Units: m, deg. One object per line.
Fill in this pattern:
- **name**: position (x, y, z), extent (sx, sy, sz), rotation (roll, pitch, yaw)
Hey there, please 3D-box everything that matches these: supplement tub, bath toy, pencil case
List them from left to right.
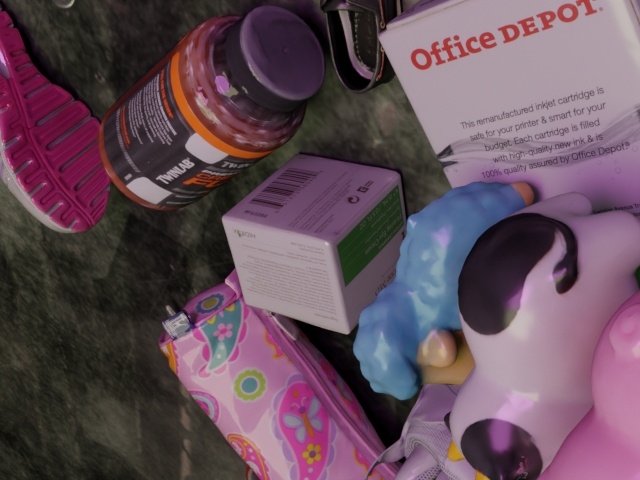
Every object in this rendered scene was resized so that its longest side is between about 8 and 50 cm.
- **supplement tub**: position (-0.082, -0.098, 0.674), extent (0.198, 0.106, 0.106), rotation (-26, 104, 49)
- **pencil case**: position (-0.026, 0.157, 0.832), extent (0.124, 0.124, 0.284), rotation (-27, 102, 49)
- **bath toy**: position (0.126, 0.079, 0.372), extent (0.151, 0.129, 0.348), rotation (68, 167, -20)

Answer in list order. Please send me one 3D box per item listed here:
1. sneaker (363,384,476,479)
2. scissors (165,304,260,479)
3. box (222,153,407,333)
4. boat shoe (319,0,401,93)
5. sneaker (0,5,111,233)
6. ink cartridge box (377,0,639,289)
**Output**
- **sneaker**: position (0.208, 0.160, 0.557), extent (0.366, 0.210, 0.137), rotation (18, 133, 30)
- **scissors**: position (-0.076, 0.193, 0.986), extent (0.109, 0.021, 0.297), rotation (4, 124, 42)
- **box**: position (0.000, 0.000, 0.688), extent (0.102, 0.101, 0.087), rotation (14, 131, 32)
- **boat shoe**: position (0.024, -0.160, 0.582), extent (0.049, 0.042, 0.133), rotation (13, 129, 36)
- **sneaker**: position (-0.296, -0.113, 0.863), extent (0.252, 0.103, 0.111), rotation (57, 144, -4)
- **ink cartridge box**: position (0.150, -0.064, 0.515), extent (0.153, 0.087, 0.208), rotation (-9, 117, 46)
